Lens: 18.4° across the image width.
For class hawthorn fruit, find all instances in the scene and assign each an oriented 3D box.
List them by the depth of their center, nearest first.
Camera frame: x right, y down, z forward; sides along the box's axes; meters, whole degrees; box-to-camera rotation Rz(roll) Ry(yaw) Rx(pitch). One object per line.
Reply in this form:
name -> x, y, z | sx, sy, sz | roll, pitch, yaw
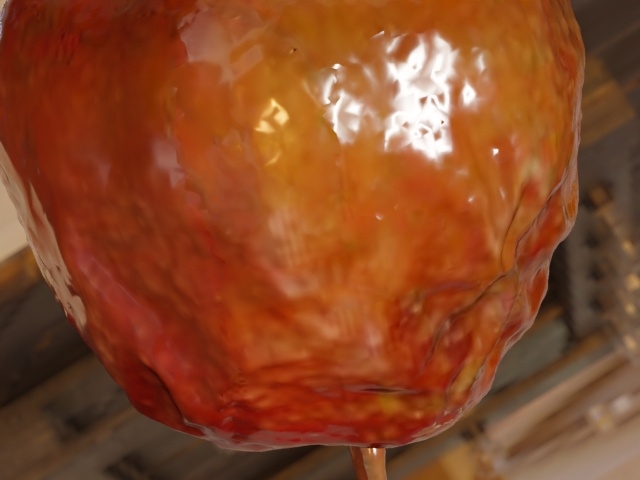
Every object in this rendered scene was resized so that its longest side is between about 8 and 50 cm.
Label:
hawthorn fruit -> 0.000, 0.000, 0.685 | 0.207, 0.207, 0.243 | -127, -155, -77
